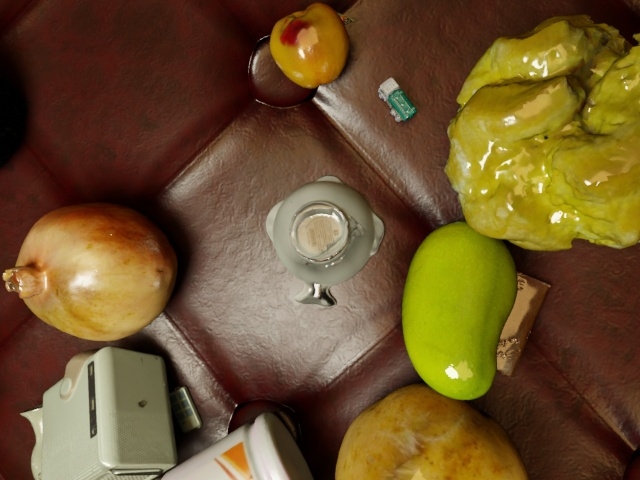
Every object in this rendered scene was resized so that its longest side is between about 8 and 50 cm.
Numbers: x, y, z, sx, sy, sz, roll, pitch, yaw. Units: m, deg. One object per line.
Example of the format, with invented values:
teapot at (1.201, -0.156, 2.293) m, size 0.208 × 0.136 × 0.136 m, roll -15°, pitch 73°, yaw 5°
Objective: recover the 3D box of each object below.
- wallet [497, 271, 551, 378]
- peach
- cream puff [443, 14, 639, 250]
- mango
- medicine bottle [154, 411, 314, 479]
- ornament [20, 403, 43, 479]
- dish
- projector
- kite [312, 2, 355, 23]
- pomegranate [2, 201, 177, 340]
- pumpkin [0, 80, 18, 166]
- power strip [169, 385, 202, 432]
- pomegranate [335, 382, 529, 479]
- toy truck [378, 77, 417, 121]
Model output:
wallet at (0.325, 0.142, 0.781) m, size 0.095 × 0.026 × 0.176 m, roll 23°, pitch 92°, yaw 10°
peach at (-0.016, -0.339, 0.790) m, size 0.138 × 0.138 × 0.138 m, roll 0°, pitch 89°, yaw 9°
cream puff at (0.377, -0.163, 0.628) m, size 0.377 × 0.275 × 0.379 m, roll 1°, pitch 76°, yaw -5°
mango at (0.216, 0.101, 0.705) m, size 0.175 × 0.143 × 0.293 m, roll -5°, pitch 55°, yaw 31°
medicine bottle at (-0.174, 0.455, 0.738) m, size 0.315 × 0.202 × 0.202 m, roll -31°, pitch 85°, yaw -4°
ornament at (-0.538, 0.404, 0.888) m, size 0.074 × 0.081 × 0.156 m, roll -15°, pitch 85°, yaw -29°
dish at (0.000, 0.000, 0.806) m, size 0.224 × 0.078 × 0.246 m, roll 7°, pitch 91°, yaw 7°
projector at (-0.371, 0.314, 0.784) m, size 0.177 × 0.163 × 0.243 m, roll -34°, pitch 54°, yaw 16°
kite at (0.000, -0.409, 0.847) m, size 0.122 × 0.004 × 0.090 m, roll -26°, pitch 86°, yaw 8°
pomegranate at (-0.393, 0.053, 0.769) m, size 0.252 × 0.270 × 0.229 m, roll 29°, pitch 102°, yaw 15°
pumpkin at (-0.747, -0.238, 0.861) m, size 0.295 × 0.296 × 0.296 m, roll 0°, pitch 89°, yaw 9°
power strip at (-0.265, 0.330, 0.872) m, size 0.040 × 0.016 × 0.090 m, roll -26°, pitch 85°, yaw 7°
pomegranate at (0.167, 0.366, 0.685) m, size 0.307 × 0.307 × 0.308 m, roll 0°, pitch 89°, yaw 9°
toy truck at (0.139, -0.253, 0.805) m, size 0.039 × 0.044 × 0.083 m, roll -35°, pitch 85°, yaw 4°
